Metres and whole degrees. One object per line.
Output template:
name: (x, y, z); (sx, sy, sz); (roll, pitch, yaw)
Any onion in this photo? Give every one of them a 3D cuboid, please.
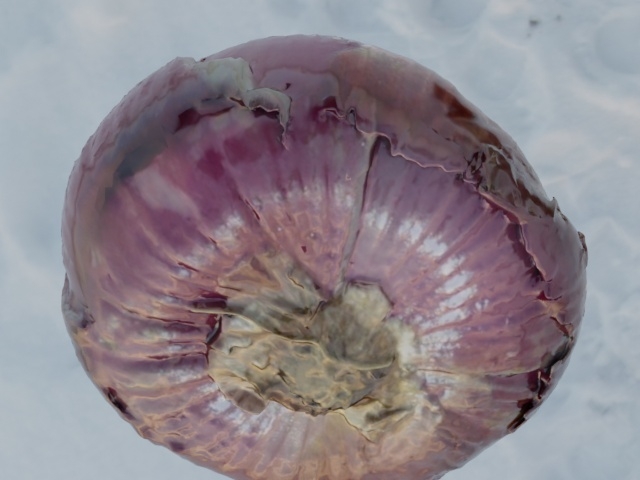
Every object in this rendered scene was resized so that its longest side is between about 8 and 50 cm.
onion: (0.000, 0.000, 0.561); (0.230, 0.163, 0.230); (1, 131, 1)
